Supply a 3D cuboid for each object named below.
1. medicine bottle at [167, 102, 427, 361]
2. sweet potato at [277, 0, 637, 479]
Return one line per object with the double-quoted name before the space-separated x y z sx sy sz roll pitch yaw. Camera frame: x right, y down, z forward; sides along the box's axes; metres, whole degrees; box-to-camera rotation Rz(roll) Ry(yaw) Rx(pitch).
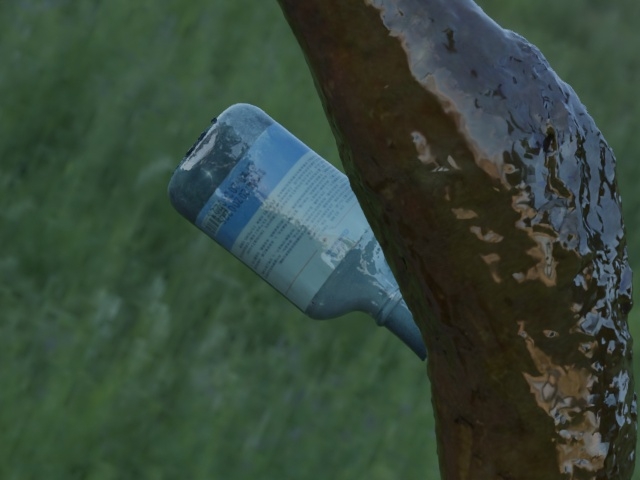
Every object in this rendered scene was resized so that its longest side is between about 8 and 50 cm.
"medicine bottle" 0.000 0.000 1.236 0.208 0.090 0.054 38 -1 8
"sweet potato" 0.065 0.003 0.711 0.114 0.341 0.092 -19 10 -19
